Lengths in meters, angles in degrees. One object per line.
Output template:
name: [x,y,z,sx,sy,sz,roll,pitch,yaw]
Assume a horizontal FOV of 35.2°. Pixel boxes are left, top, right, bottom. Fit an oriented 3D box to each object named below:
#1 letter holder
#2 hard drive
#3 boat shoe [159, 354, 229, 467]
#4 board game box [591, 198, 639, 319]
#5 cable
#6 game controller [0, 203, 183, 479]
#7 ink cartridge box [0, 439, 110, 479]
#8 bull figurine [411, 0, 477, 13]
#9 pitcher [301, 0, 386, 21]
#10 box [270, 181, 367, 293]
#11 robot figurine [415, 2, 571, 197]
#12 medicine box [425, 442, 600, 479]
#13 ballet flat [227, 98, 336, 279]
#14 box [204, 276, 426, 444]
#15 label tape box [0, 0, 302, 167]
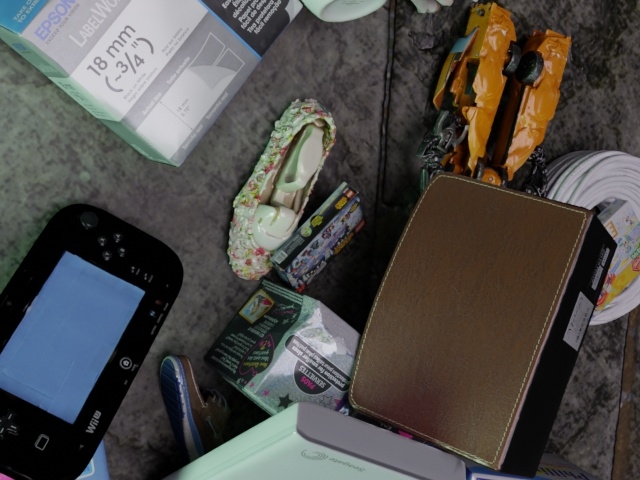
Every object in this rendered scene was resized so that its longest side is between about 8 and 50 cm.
letter holder: [0.187,0.096,1.192,0.152,0.214,0.302,30,80,-60]
hard drive: [-0.035,0.297,1.188,0.233,0.353,0.047,25,50,-28]
boat shoe: [-0.151,0.216,1.255,0.066,0.066,0.183,-21,119,-26]
board game box: [0.388,0.030,1.397,0.154,0.026,0.103,-41,114,-14]
cable: [0.397,-0.004,1.462,0.257,0.089,0.257,-3,101,-26]
game controller: [-0.271,0.105,1.080,0.166,0.067,0.319,24,55,0]
ink cartridge box: [-0.363,0.386,1.136,0.270,0.151,0.395,-12,107,-23]
bull figurine: [0.193,-0.425,1.250,0.310,0.101,0.188,-46,134,-6]
pitcher: [-0.010,-0.359,1.139,0.178,0.125,0.207,-9,79,-35]
box: [0.000,0.000,1.272,0.137,0.027,0.094,-47,158,-11]
robot figurine: [0.229,-0.154,1.351,0.211,0.085,0.291,16,92,-27]
medicine box: [0.243,0.451,1.442,0.263,0.149,0.289,14,94,-28]
ballet flat: [-0.047,-0.061,1.239,0.091,0.077,0.241,19,92,-29]
box: [0.007,0.183,1.264,0.247,0.163,0.142,40,80,-27]
label tape box: [-0.221,-0.274,1.095,0.334,0.106,0.240,40,81,-27]
